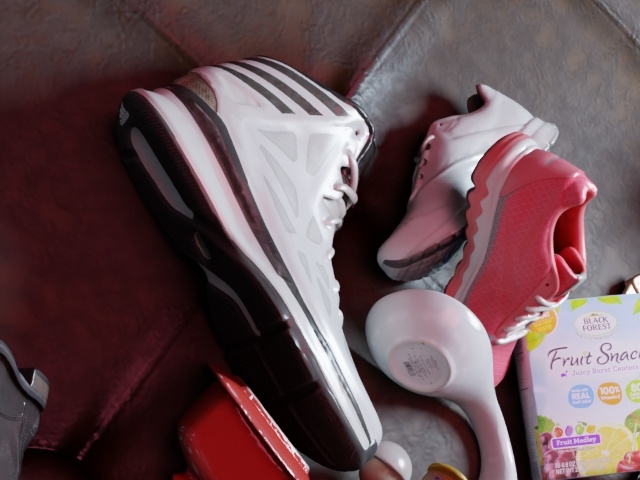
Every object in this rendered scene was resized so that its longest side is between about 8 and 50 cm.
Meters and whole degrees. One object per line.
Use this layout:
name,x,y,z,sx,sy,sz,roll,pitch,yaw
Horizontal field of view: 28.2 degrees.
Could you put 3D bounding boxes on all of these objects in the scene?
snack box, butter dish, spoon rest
snack box,0.323,0.171,1.497,0.174,0.070,0.207,-6,78,-7
butter dish,-0.093,0.214,1.260,0.118,0.160,0.160,-38,97,-8
spoon rest,0.145,0.165,1.407,0.276,0.137,0.084,63,32,-21

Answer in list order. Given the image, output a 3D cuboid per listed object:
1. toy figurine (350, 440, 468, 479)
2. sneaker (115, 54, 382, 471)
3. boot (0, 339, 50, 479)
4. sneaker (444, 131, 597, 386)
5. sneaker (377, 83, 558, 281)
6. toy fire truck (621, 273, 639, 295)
toy figurine,0.115,0.313,1.296,0.213,0.209,0.148,44,71,-14
sneaker,0.000,-0.001,1.335,0.257,0.169,0.448,-28,90,-29
boot,-0.314,0.206,1.096,0.263,0.091,0.229,49,43,-61
sneaker,0.218,0.047,1.391,0.116,0.136,0.314,-22,128,-45
sneaker,0.152,-0.066,1.491,0.129,0.111,0.297,41,59,7
toy fire truck,0.426,0.085,1.620,0.135,0.047,0.192,27,65,-19
